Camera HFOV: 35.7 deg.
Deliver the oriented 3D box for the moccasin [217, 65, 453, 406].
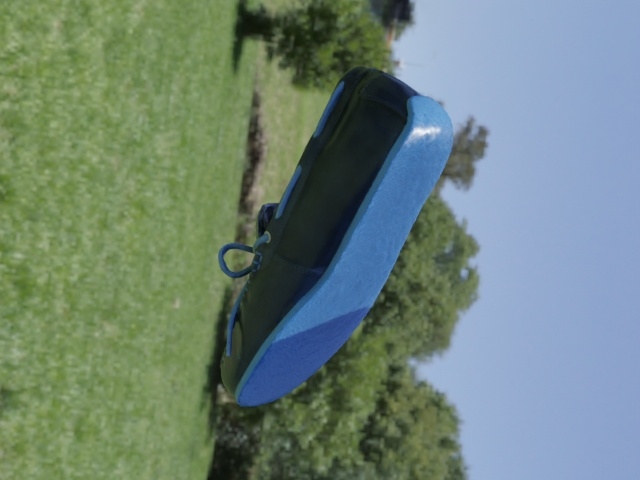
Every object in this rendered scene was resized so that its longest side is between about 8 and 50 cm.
[{"bbox_3d":[0.000,0.000,0.910,0.117,0.138,0.342,45,-66,29],"label":"moccasin"}]
